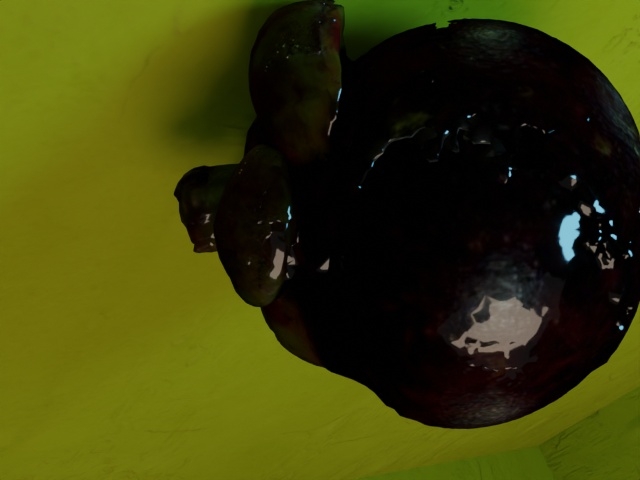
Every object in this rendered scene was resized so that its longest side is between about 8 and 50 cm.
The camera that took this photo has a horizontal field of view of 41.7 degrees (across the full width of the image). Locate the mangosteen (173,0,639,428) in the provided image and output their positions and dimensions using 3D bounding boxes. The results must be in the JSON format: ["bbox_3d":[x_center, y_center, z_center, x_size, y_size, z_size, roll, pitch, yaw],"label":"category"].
[{"bbox_3d":[0.101,-0.037,0.796,0.381,0.421,0.381,-56,172,-12],"label":"mangosteen"}]
